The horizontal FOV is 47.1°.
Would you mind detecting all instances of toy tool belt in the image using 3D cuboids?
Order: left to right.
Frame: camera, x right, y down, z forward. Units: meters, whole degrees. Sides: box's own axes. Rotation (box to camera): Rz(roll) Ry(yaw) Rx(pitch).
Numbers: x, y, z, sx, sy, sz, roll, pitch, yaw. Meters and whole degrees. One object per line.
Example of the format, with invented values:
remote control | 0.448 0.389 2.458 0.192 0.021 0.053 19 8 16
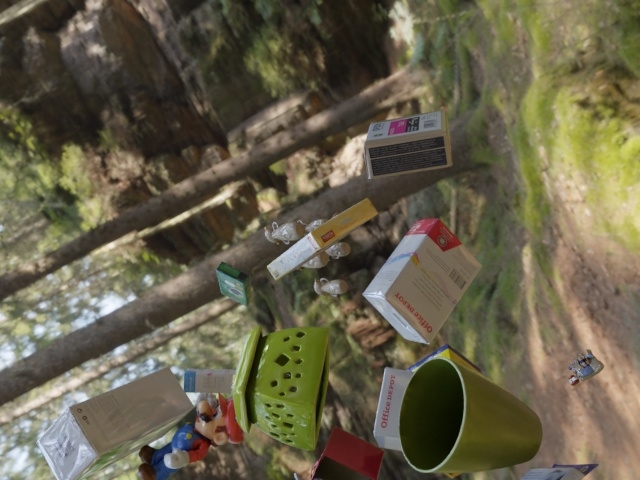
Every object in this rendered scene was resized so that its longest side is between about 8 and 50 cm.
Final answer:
toy tool belt | 0.518 0.251 1.461 0.051 0.083 0.052 59 161 30

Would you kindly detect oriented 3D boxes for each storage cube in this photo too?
storage cube | 0.078 0.753 2.360 0.215 0.184 0.193 25 -163 6

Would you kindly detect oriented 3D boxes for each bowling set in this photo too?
bowling set | -0.002 0.012 2.137 0.200 0.154 0.287 -48 -67 -32

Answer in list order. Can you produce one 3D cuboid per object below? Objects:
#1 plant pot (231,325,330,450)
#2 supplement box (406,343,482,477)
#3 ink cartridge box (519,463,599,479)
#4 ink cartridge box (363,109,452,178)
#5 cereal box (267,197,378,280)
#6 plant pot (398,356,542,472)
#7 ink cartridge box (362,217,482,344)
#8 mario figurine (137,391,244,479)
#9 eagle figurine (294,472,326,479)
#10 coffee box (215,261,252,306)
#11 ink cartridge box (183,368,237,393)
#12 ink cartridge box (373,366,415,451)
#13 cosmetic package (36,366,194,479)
plant pot | -0.094 0.349 1.779 0.227 0.207 0.228 91 -172 -48
supplement box | 0.431 0.563 2.444 0.195 0.194 0.357 38 -150 -25
ink cartridge box | 0.575 0.633 1.889 0.045 0.224 0.223 52 159 7
ink cartridge box | 0.208 -0.230 1.729 0.235 0.193 0.088 -71 -28 -66
cereal box | 0.000 0.000 1.599 0.047 0.173 0.240 57 148 1
plant pot | 0.389 0.453 1.803 0.293 0.275 0.275 18 -149 -22
ink cartridge box | 0.306 0.118 2.193 0.226 0.306 0.131 46 161 -20
mario figurine | -0.343 0.497 1.927 0.198 0.320 0.170 56 179 34
eagle figurine | 0.007 0.744 1.940 0.226 0.298 0.225 21 -113 -69
coffee box | -0.289 0.148 2.476 0.113 0.040 0.184 25 152 14
ink cartridge box | -0.322 0.430 2.243 0.104 0.181 0.062 163 109 -85
ink cartridge box | 0.306 0.504 2.113 0.197 0.270 0.198 71 -151 -62
cosmetic package | -0.548 0.496 1.993 0.155 0.197 0.365 53 -149 14
